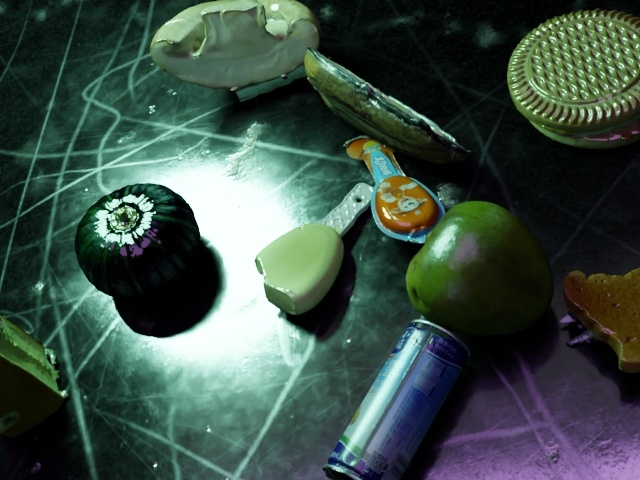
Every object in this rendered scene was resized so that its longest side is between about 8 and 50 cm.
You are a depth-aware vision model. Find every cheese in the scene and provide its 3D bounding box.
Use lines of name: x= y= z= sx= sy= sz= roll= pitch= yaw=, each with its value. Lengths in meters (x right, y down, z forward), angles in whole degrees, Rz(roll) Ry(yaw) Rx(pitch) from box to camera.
cheese: x=0.113 y=-0.084 z=1.534 sx=0.106 sy=0.037 sz=0.256 roll=-15 pitch=49 yaw=-11
cheese: x=0.000 y=0.000 z=1.512 sx=0.127 sy=0.050 sz=0.255 roll=25 pitch=58 yaw=28

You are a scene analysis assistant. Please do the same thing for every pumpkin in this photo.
pumpkin: x=-0.284 y=-0.001 z=1.548 sx=0.202 sy=0.140 sz=0.202 roll=-7 pitch=56 yaw=10

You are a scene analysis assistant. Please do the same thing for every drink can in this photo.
drink can: x=0.101 y=0.224 z=1.304 sx=0.097 sy=0.097 sz=0.235 roll=21 pitch=67 yaw=28

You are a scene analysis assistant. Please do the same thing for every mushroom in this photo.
mushroom: x=-0.144 y=-0.360 z=1.697 sx=0.286 sy=0.156 sz=0.151 roll=-6 pitch=44 yaw=0

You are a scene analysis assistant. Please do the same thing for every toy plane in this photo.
toy plane: x=0.365 y=0.113 z=1.334 sx=0.083 sy=0.031 sz=0.078 roll=28 pitch=85 yaw=33

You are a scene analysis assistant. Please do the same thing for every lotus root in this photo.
lotus root: x=0.095 y=-0.193 z=1.567 sx=0.329 sy=0.167 sz=0.078 roll=39 pitch=105 yaw=35

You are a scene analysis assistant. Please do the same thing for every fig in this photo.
fig: x=0.218 y=0.047 z=1.336 sx=0.191 sy=0.181 sz=0.181 roll=27 pitch=67 yaw=4

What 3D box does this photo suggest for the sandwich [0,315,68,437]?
sandwich: x=-0.463 y=0.186 z=1.424 sx=0.128 sy=0.235 sz=0.122 roll=-34 pitch=66 yaw=-8

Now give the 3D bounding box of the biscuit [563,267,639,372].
biscuit: x=0.446 y=0.111 z=1.288 sx=0.280 sy=0.043 sz=0.183 roll=25 pitch=56 yaw=16

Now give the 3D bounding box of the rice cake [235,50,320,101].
rice cake: x=-0.103 y=-0.347 z=1.781 sx=0.189 sy=0.037 sz=0.198 roll=-21 pitch=54 yaw=4

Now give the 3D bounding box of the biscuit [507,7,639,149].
biscuit: x=0.418 y=-0.248 z=1.525 sx=0.259 sy=0.079 sz=0.259 roll=-9 pitch=54 yaw=12
